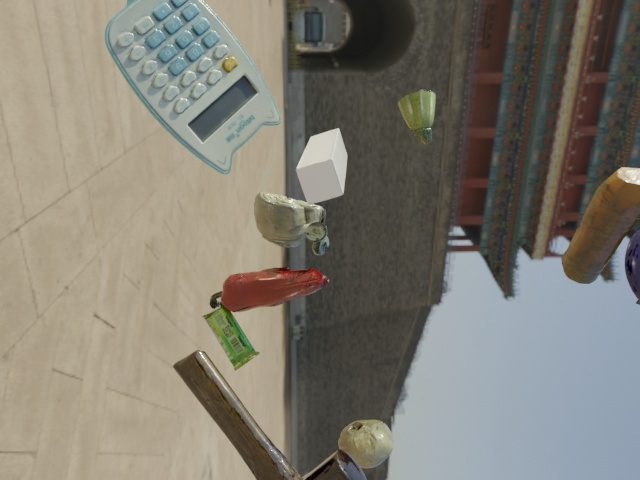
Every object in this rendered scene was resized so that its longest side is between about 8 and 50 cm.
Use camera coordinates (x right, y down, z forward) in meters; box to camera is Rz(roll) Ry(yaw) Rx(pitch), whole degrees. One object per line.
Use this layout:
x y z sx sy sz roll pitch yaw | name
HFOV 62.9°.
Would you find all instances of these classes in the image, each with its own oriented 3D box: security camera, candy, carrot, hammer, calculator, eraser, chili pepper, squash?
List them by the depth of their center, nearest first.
-0.124 0.364 0.958 0.409 0.242 0.095 49 7 16 | hammer
-0.265 -0.345 1.097 0.054 0.256 0.386 7 -39 54 | calculator
0.010 -0.170 1.141 0.298 0.076 0.078 -80 153 -66 | eraser
0.680 -0.034 1.252 0.114 0.114 0.302 -91 -174 -48 | carrot
0.000 0.000 1.298 0.092 0.058 0.058 61 25 -58 | security camera
-0.149 0.129 1.377 0.110 0.387 0.110 -10 90 -67 | chili pepper
0.264 -0.317 1.393 0.105 0.105 0.132 94 -10 -79 | squash
-0.248 0.258 1.426 0.178 0.102 0.032 56 33 7 | candy

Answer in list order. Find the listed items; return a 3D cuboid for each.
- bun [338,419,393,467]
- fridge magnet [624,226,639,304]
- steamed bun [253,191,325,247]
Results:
0.134 0.618 1.628 0.166 0.173 0.113 -90 158 -74 | bun
0.901 0.069 1.333 0.112 0.265 0.265 120 -30 -81 | fridge magnet
-0.096 -0.050 1.515 0.218 0.211 0.144 -174 -84 -82 | steamed bun
